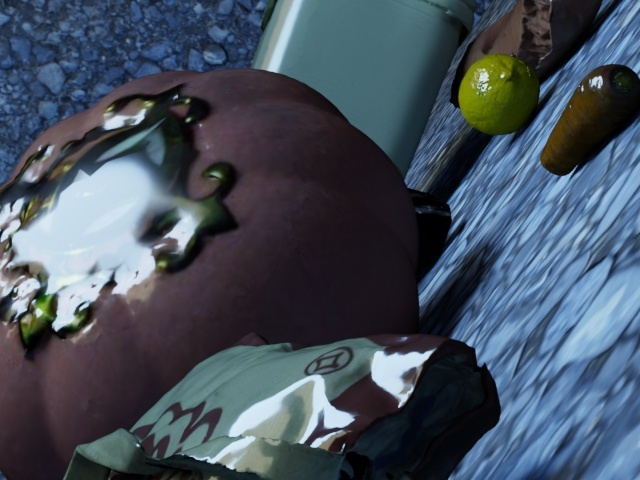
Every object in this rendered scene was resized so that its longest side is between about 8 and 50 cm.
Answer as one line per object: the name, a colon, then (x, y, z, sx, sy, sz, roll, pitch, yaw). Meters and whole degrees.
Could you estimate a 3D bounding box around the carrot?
carrot: (0.142, -0.064, 0.942, 0.032, 0.032, 0.093, -55, -2, -29)

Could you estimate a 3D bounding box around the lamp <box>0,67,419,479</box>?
lamp: (-0.075, 0.044, 1.089, 0.305, 0.240, 0.305, -17, 48, 19)

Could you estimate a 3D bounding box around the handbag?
handbag: (-0.041, 0.125, 0.656, 0.213, 0.127, 0.235, -55, 15, -14)

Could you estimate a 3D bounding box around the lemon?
lemon: (0.137, -0.112, 1.379, 0.062, 0.062, 0.083, -54, -2, -20)

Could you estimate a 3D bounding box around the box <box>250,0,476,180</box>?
box: (-0.011, -0.074, 1.669, 0.352, 0.177, 0.344, 142, 148, -81)

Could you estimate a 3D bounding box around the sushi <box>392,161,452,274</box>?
sushi: (0.000, 0.000, 1.386, 0.150, 0.153, 0.172, -92, 15, -56)

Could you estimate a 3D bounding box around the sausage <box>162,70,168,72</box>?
sausage: (-0.128, -0.102, 1.659, 0.083, 0.083, 0.264, -54, 2, -4)

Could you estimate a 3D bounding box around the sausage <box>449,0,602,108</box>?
sausage: (0.175, -0.174, 1.463, 0.078, 0.078, 0.304, -54, 0, -19)
